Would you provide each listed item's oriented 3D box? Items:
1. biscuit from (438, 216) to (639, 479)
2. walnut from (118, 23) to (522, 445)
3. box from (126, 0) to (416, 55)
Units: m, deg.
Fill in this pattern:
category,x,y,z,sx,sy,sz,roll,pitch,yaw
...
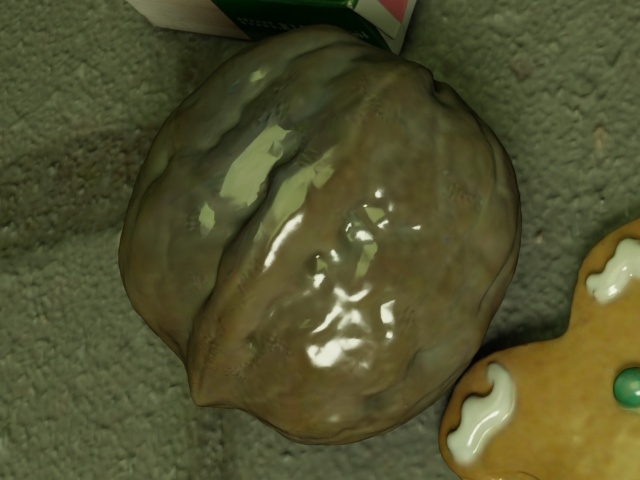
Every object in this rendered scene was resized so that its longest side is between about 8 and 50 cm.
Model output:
category,x,y,z,sx,sy,sz,roll,pitch,yaw
biscuit,0.223,0.119,0.851,0.216,0.047,0.339,-47,54,0
walnut,0.000,0.000,0.936,0.224,0.224,0.224,-11,61,21
box,-0.028,-0.201,1.112,0.199,0.081,0.135,10,75,31
